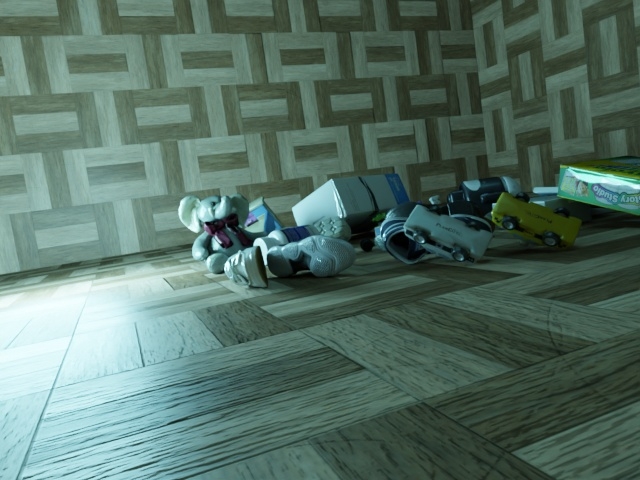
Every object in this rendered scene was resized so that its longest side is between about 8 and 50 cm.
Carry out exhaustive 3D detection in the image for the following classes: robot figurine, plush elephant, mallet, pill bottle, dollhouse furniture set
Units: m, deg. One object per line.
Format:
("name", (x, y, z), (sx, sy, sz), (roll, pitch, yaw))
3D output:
("robot figurine", (0.644, -0.155, 1.991), (0.278, 0.173, 0.209), (-8, 35, 4))
("plush elephant", (-0.325, -0.046, 1.710), (0.272, 0.255, 0.330), (-17, 7, -31))
("mallet", (0.217, 0.008, 1.607), (0.190, 0.039, 0.062), (-5, 8, -8))
("pill bottle", (-0.098, 0.019, 1.518), (0.187, 0.112, 0.112), (-11, 6, -35))
("dollhouse furniture set", (-0.270, 0.026, 1.996), (0.286, 0.198, 0.303), (-28, 32, 15))

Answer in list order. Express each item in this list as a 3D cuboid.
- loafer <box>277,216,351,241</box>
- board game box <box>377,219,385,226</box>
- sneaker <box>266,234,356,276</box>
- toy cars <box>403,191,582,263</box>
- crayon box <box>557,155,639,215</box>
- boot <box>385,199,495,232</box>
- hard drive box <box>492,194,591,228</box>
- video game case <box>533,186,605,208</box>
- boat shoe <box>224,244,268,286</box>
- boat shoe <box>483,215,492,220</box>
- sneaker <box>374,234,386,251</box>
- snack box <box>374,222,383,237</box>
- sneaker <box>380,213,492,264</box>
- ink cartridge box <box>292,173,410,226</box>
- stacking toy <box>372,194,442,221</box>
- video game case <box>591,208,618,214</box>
("loafer", (-0.048, 0.004, 1.764), (0.319, 0.112, 0.111), (-11, -33, 15))
("board game box", (0.322, -0.059, 2.020), (0.194, 0.060, 0.194), (-4, 7, 38))
("sneaker", (0.000, 0.029, 1.288), (0.269, 0.101, 0.153), (-7, 7, 38))
("toy cars", (0.388, -0.017, 1.172), (0.394, 0.176, 0.087), (-8, -39, -4))
("crayon box", (0.909, -0.150, 1.393), (0.313, 0.106, 0.363), (-9, 20, -26))
("boot", (0.353, -0.054, 1.487), (0.264, 0.096, 0.280), (-14, -14, 25))
("hard drive box", (0.700, -0.091, 1.622), (0.181, 0.089, 0.232), (-10, 6, -21))
("video game case", (0.837, -0.141, 1.684), (0.173, 0.022, 0.190), (19, -6, -33))
("boat shoe", (-0.179, 0.070, 1.209), (0.096, 0.098, 0.277), (-9, -4, -8))
("boat shoe", (0.526, -0.049, 1.700), (0.137, 0.049, 0.043), (-16, -33, -41))
("sneaker", (0.234, 0.008, 1.505), (0.152, 0.053, 0.061), (3, 5, 28))
("snack box", (0.286, -0.033, 1.730), (0.174, 0.070, 0.207), (-8, 6, 16))
("sneaker", (0.289, -0.003, 1.263), (0.282, 0.099, 0.153), (1, 16, 8))
("ink cartridge box", (0.128, -0.135, 2.088), (0.395, 0.166, 0.285), (-11, -15, -42))
("stacking toy", (0.320, -0.104, 1.863), (0.221, 0.052, 0.167), (-17, 0, -14))
("video game case", (0.977, -0.112, 1.798), (0.212, 0.023, 0.193), (-9, 5, 3))
